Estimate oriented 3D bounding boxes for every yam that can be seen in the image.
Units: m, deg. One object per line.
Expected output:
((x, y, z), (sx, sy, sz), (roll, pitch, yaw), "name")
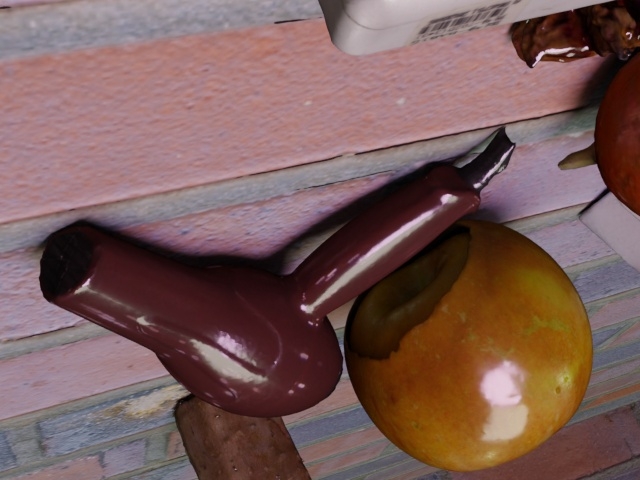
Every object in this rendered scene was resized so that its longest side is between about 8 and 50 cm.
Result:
((-0.079, 0.288, 1.011), (0.128, 0.238, 0.129), (-24, 164, -10), "yam")

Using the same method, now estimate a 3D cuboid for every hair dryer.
((0.000, 0.000, 0.659), (0.340, 0.123, 0.312), (-38, 143, 9), "hair dryer")

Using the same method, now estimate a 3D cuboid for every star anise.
((0.207, -0.156, 0.515), (0.191, 0.070, 0.097), (-22, -176, -4), "star anise")

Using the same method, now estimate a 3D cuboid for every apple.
((0.136, 0.094, 0.799), (0.237, 0.207, 0.237), (-27, -168, 6), "apple")

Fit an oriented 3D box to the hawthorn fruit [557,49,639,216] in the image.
((0.297, -0.079, 0.626), (0.251, 0.199, 0.199), (-10, 169, 43), "hawthorn fruit")

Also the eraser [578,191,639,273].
((0.440, -0.064, 0.768), (0.082, 0.213, 0.397), (-46, 176, -32), "eraser")

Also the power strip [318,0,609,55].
((0.139, -0.164, 0.381), (0.338, 0.098, 0.058), (-15, 170, -14), "power strip")
